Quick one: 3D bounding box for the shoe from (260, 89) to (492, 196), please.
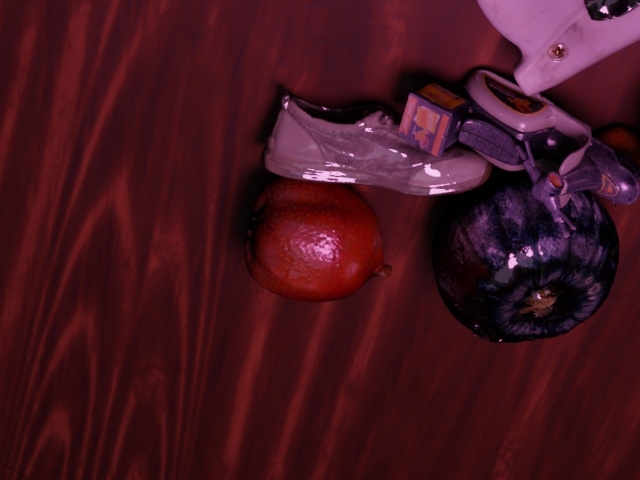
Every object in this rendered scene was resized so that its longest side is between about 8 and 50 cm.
[{"bbox_3d":[0.069,-0.114,1.748,0.274,0.103,0.098,7,114,-2],"label":"shoe"}]

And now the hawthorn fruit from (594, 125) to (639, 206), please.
[{"bbox_3d":[0.353,-0.084,1.738,0.081,0.093,0.081,3,131,3],"label":"hawthorn fruit"}]

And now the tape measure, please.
[{"bbox_3d":[0.281,-0.302,1.558,0.258,0.130,0.265,-25,121,26],"label":"tape measure"}]

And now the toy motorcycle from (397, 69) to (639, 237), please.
[{"bbox_3d":[0.236,-0.104,1.668,0.263,0.157,0.091,32,130,23],"label":"toy motorcycle"}]

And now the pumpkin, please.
[{"bbox_3d":[0.246,0.023,1.781,0.233,0.163,0.233,-8,142,-6],"label":"pumpkin"}]

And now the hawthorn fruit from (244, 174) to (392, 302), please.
[{"bbox_3d":[0.000,0.000,1.809,0.188,0.169,0.169,15,128,-13],"label":"hawthorn fruit"}]
